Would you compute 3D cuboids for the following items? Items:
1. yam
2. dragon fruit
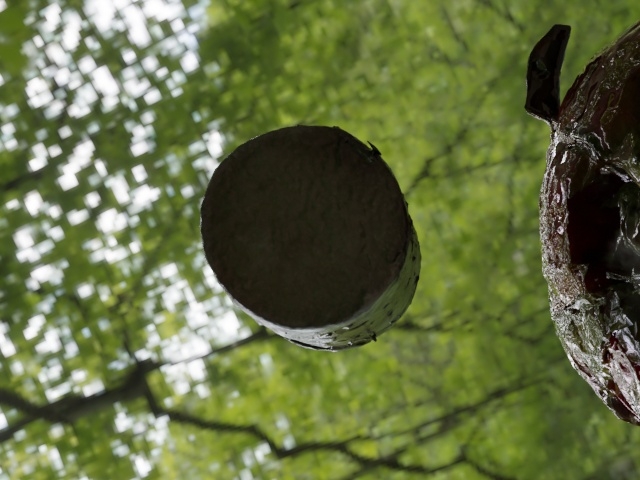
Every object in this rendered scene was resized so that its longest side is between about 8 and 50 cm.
[{"bbox_3d":[0.001,0.002,0.526,0.141,0.079,0.079,53,-164,-81],"label":"yam"},{"bbox_3d":[0.165,-0.001,0.533,0.148,0.218,0.223,-17,-91,-57],"label":"dragon fruit"}]
